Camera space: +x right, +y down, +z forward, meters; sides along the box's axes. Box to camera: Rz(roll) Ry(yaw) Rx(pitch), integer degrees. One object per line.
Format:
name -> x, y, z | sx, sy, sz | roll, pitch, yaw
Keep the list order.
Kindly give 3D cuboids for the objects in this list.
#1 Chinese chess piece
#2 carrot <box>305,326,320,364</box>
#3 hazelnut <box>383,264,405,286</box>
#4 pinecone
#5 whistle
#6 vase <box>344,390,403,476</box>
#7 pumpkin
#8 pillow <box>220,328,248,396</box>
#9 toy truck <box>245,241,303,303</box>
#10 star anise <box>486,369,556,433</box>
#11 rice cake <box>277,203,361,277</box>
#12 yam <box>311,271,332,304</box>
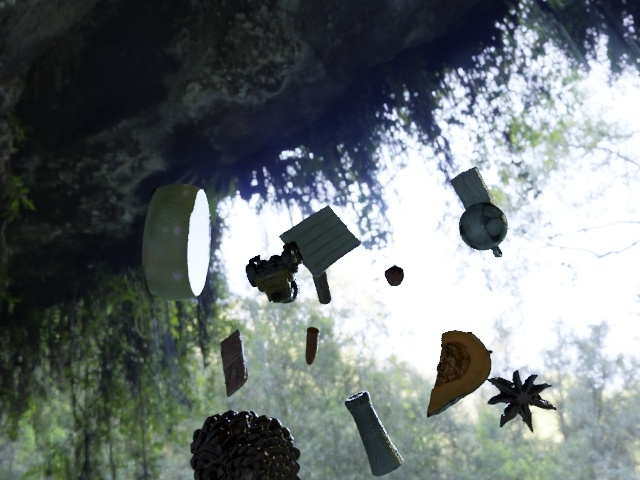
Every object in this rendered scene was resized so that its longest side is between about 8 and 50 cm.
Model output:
Chinese chess piece -> -0.426, 0.005, 2.004 | 0.146, 0.350, 0.349 | 3, -35, 1
carrot -> -0.029, 0.371, 2.334 | 0.048, 0.048, 0.139 | -2, -70, -18
hazelnut -> 0.273, 0.131, 2.479 | 0.086, 0.087, 0.086 | -10, -34, -7
pinecone -> -0.184, 0.503, 1.561 | 0.246, 0.292, 0.247 | -6, -78, -30
whistle -> 0.481, -0.073, 2.060 | 0.163, 0.290, 0.163 | -29, -3, -1
vase -> 0.143, 0.535, 1.881 | 0.096, 0.220, 0.096 | -24, -3, -1
pumpkin -> 0.420, 0.417, 2.010 | 0.162, 0.279, 0.111 | 10, -24, 16
pillow -> -0.312, 0.439, 2.421 | 0.043, 0.233, 0.126 | 25, -55, -38
toy truck -> -0.113, 0.109, 1.878 | 0.147, 0.166, 0.224 | -20, 7, 4
star anise -> 0.544, 0.435, 1.841 | 0.204, 0.181, 0.061 | 5, 6, -3
rice cake -> 0.000, 0.000, 2.053 | 0.198, 0.189, 0.037 | -42, 0, -25
yam -> -0.012, 0.073, 2.157 | 0.061, 0.061, 0.274 | -15, -76, 0
